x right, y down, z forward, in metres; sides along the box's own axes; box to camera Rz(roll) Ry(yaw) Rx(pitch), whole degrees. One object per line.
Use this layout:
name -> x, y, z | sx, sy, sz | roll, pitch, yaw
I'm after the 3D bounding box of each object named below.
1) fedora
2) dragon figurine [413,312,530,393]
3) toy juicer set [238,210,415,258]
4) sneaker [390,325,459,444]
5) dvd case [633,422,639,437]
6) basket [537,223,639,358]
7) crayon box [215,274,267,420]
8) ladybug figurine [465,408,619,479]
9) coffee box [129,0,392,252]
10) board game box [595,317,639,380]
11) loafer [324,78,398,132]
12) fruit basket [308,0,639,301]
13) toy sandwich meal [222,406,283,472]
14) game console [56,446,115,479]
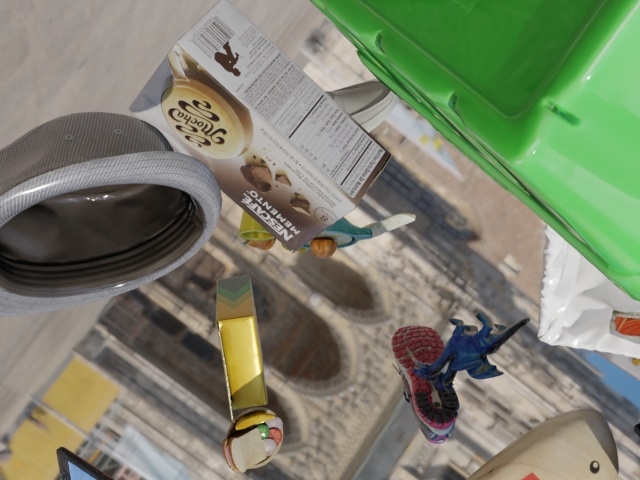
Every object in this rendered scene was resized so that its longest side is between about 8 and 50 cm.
fedora -> -0.241, -0.040, 0.873 | 0.276, 0.124, 0.243 | -17, 152, -17
dragon figurine -> 0.309, 0.225, 1.727 | 0.289, 0.085, 0.144 | -14, -123, 49
toy juicer set -> 0.000, 0.000, 1.698 | 0.209, 0.329, 0.089 | 124, -33, -72
sneaker -> 0.224, 0.312, 1.947 | 0.299, 0.121, 0.112 | -98, -175, -46
dvd case -> 0.768, 0.430, 1.720 | 0.180, 0.253, 0.022 | -18, 135, -17
basket -> 0.514, -0.017, 1.338 | 0.331, 0.329, 0.266 | 80, 22, -46
crayon box -> -0.167, 0.218, 1.846 | 0.081, 0.202, 0.318 | -8, -163, -4
ladybug figurine -> 0.357, 0.478, 1.551 | 0.305, 0.162, 0.449 | 3, 134, -46
coffee box -> -0.078, -0.142, 1.145 | 0.168, 0.297, 0.119 | -34, -163, 51
board game box -> 0.696, 0.181, 1.737 | 0.233, 0.347, 0.078 | -56, 144, 2
loafer -> 0.002, -0.237, 1.674 | 0.320, 0.111, 0.112 | -28, -133, -10
fruit basket -> 0.209, -0.159, 0.624 | 0.283, 0.392, 0.392 | -56, -174, 18
toy sandwich meal -> -0.080, 0.244, 1.069 | 0.085, 0.085, 0.029 | -54, -154, -13
game console -> -0.370, 0.402, 1.314 | 0.085, 0.144, 0.124 | -33, 133, -45
